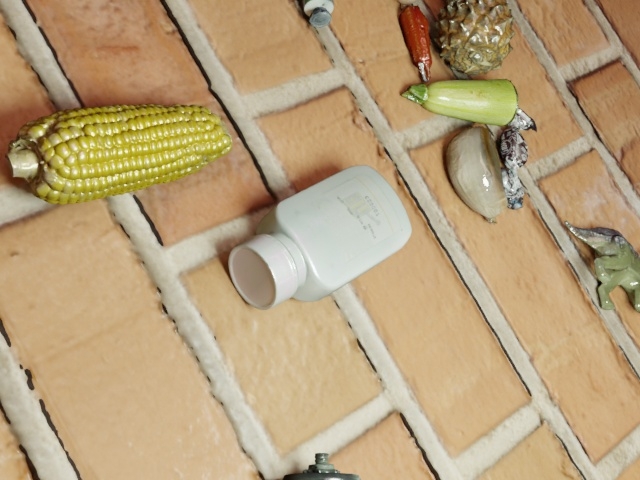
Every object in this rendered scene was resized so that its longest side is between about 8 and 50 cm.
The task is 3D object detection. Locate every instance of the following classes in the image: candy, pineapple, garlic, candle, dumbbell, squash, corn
[{"bbox_3d":[0.373,-0.164,1.819,0.094,0.051,0.226,31,56,-29],"label":"candy"},{"bbox_3d":[0.299,-0.424,1.829,0.166,0.166,0.193,21,55,-23],"label":"pineapple"},{"bbox_3d":[0.285,-0.130,1.724,0.101,0.087,0.196,9,60,-43],"label":"garlic"},{"bbox_3d":[0.190,-0.377,1.804,0.053,0.048,0.162,-10,73,-4],"label":"candle"},{"bbox_3d":[0.001,0.416,1.272,0.110,0.110,0.255,11,69,-28],"label":"dumbbell"},{"bbox_3d":[0.257,-0.269,1.784,0.224,0.094,0.094,2,66,-22],"label":"squash"},{"bbox_3d":[-0.279,-0.130,1.340,0.347,0.130,0.130,-14,75,-39],"label":"corn"}]

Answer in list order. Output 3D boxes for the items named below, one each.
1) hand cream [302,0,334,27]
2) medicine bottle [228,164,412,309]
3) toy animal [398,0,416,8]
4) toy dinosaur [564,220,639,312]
[{"bbox_3d":[-0.017,-0.503,1.740,0.088,0.055,0.256,12,55,-32],"label":"hand cream"},{"bbox_3d":[0.000,0.000,1.465,0.296,0.111,0.161,-31,84,-40],"label":"medicine bottle"},{"bbox_3d":[0.163,-0.497,1.838,0.091,0.114,0.082,22,90,3],"label":"toy animal"},{"bbox_3d":[0.587,0.061,1.829,0.294,0.077,0.162,34,48,-32],"label":"toy dinosaur"}]
